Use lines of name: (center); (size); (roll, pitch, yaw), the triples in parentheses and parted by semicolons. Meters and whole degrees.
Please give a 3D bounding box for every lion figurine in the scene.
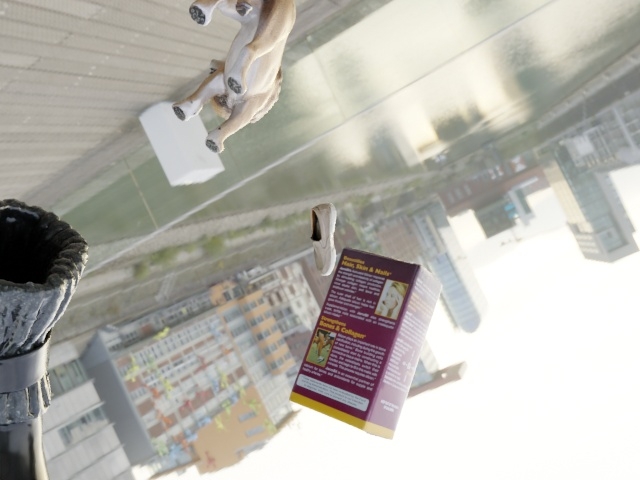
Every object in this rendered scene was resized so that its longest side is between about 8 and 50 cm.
lion figurine: (-0.109, -0.292, 0.985); (0.240, 0.142, 0.392); (-52, -173, -30)

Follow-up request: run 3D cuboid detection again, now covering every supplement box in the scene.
supplement box: (0.054, 0.114, 0.719); (0.104, 0.188, 0.081); (12, 165, 35)

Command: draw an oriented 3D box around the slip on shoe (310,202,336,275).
slip on shoe: (0.000, 0.000, 1.134); (0.041, 0.136, 0.051); (-13, -152, -38)

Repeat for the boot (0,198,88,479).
boot: (-0.278, 0.146, 0.553); (0.131, 0.348, 0.260); (15, 116, -50)
